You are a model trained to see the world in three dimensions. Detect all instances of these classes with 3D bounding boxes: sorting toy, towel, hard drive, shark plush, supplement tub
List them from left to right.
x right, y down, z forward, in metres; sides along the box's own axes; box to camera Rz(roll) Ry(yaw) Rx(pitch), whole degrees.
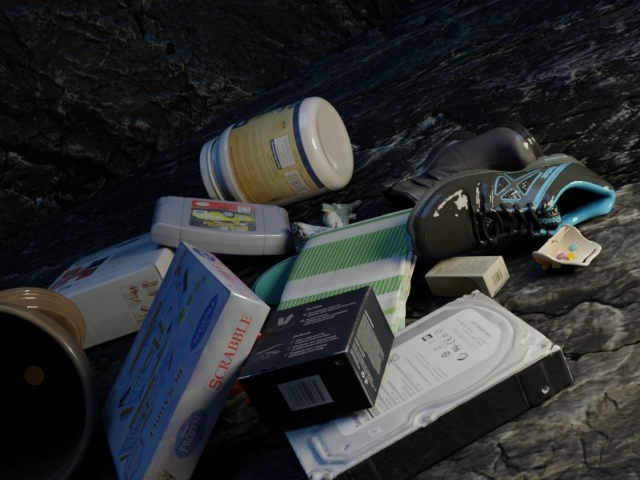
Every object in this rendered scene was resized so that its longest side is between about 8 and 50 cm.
[{"bbox_3d":[-0.105,-0.193,2.087,0.316,0.228,0.228,-16,23,24],"label":"supplement tub"},{"bbox_3d":[0.051,-0.046,1.845,0.067,0.073,0.161,6,11,22],"label":"shark plush"},{"bbox_3d":[0.042,0.083,1.420,0.248,0.038,0.325,-14,38,27],"label":"towel"},{"bbox_3d":[0.117,0.195,1.125,0.339,0.064,0.237,-29,20,-6],"label":"hard drive"},{"bbox_3d":[0.371,0.018,1.295,0.083,0.045,0.075,-38,31,-31],"label":"sorting toy"}]

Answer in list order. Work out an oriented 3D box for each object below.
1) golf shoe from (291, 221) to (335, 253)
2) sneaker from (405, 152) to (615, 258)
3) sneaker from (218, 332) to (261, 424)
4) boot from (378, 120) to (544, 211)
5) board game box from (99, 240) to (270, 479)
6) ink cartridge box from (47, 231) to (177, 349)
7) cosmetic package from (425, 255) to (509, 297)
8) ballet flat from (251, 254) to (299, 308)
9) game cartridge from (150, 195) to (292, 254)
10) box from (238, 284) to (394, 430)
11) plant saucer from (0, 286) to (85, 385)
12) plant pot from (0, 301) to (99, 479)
[{"bbox_3d":[0.000,0.000,1.761,0.086,0.069,0.176,-11,18,-22],"label":"golf shoe"},{"bbox_3d":[0.298,-0.052,1.379,0.341,0.125,0.139,-20,26,-13],"label":"sneaker"},{"bbox_3d":[-0.141,0.176,1.382,0.118,0.107,0.279,-44,29,9],"label":"sneaker"},{"bbox_3d":[0.263,-0.118,1.680,0.222,0.118,0.338,-35,11,-16],"label":"boot"},{"bbox_3d":[-0.210,0.185,1.273,0.319,0.066,0.318,-65,24,3],"label":"board game box"},{"bbox_3d":[-0.422,0.097,1.888,0.309,0.130,0.272,-19,19,15],"label":"ink cartridge box"},{"bbox_3d":[0.228,0.056,1.362,0.115,0.041,0.060,-2,31,48],"label":"cosmetic package"},{"bbox_3d":[-0.019,0.057,1.619,0.247,0.083,0.087,-31,-3,-15],"label":"ballet flat"},{"bbox_3d":[-0.208,-0.030,1.858,0.294,0.060,0.196,5,26,-9],"label":"game cartridge"},{"bbox_3d":[0.000,0.151,1.141,0.156,0.093,0.158,-17,23,24],"label":"box"},{"bbox_3d":[-0.568,0.209,1.624,0.278,0.278,0.041,-30,47,-13],"label":"plant saucer"},{"bbox_3d":[-0.506,0.246,1.431,0.323,0.323,0.280,-26,5,-1],"label":"plant pot"}]
